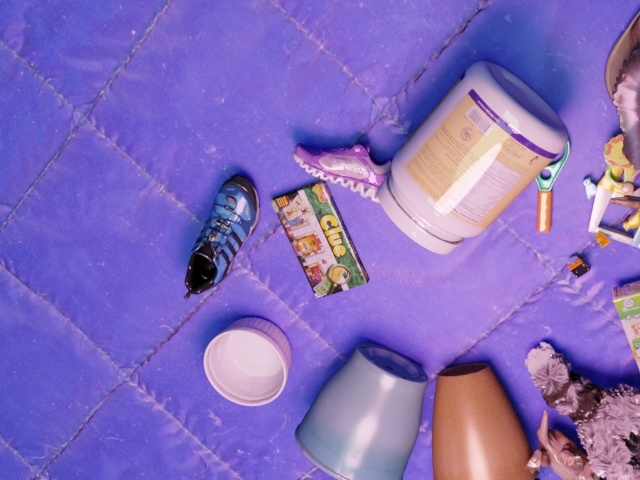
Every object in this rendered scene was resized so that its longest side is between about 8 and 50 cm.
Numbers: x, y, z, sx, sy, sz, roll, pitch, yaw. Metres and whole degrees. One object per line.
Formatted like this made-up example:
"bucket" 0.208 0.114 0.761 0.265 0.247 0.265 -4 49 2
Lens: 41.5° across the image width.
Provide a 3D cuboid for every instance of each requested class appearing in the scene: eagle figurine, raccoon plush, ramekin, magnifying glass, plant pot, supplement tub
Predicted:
"eagle figurine" 0.659 -0.186 1.538 0.225 0.226 0.298 -2 75 46
"raccoon plush" 0.679 0.396 1.849 0.216 0.299 0.446 -40 56 16
"ramekin" -0.167 0.284 2.042 0.207 0.109 0.207 5 113 13
"magnifying glass" 0.464 -0.127 1.743 0.092 0.026 0.231 2 113 15
"plant pot" 0.346 0.413 1.907 0.237 0.237 0.254 -12 91 20
"supplement tub" 0.291 -0.157 1.659 0.241 0.241 0.331 39 117 -2
"plant pot" 0.116 0.386 1.932 0.271 0.271 0.255 26 102 4

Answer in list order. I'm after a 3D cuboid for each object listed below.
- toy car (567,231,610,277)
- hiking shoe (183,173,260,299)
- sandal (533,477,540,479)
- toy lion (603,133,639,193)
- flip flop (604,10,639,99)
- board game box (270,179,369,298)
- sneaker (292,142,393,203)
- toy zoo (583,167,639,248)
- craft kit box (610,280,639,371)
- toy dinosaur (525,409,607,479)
"toy car" 0.563 0.027 1.768 0.122 0.060 0.040 -50 49 32
"hiking shoe" -0.223 -0.003 1.926 0.113 0.132 0.304 24 116 5
"sandal" 0.456 0.570 1.913 0.097 0.254 0.054 -13 75 12
"toy lion" 0.595 -0.156 1.658 0.096 0.034 0.100 35 117 8
"flip flop" 0.621 -0.372 1.566 0.112 0.080 0.277 28 116 3
"board game box" 0.000 0.000 1.924 0.136 0.030 0.260 -20 105 20
"sneaker" 0.058 -0.168 1.809 0.236 0.095 0.104 22 109 1
"toy zoo" 0.672 -0.073 1.702 0.293 0.030 0.192 20 115 7
"craft kit box" 0.761 0.176 1.750 0.250 0.061 0.246 -18 116 21
"toy dinosaur" 0.550 0.484 1.877 0.127 0.200 0.296 -36 96 26
